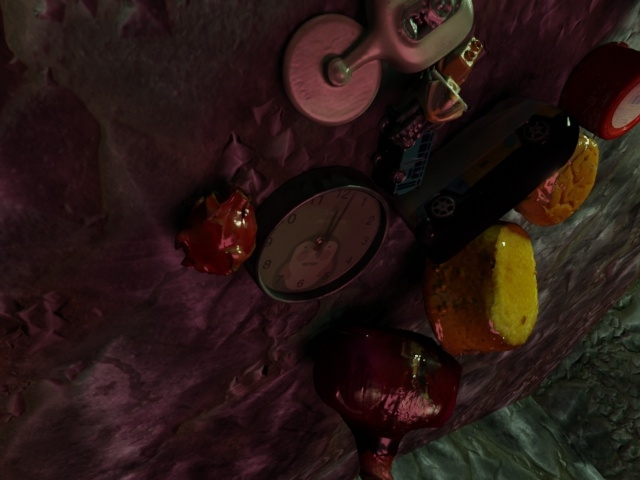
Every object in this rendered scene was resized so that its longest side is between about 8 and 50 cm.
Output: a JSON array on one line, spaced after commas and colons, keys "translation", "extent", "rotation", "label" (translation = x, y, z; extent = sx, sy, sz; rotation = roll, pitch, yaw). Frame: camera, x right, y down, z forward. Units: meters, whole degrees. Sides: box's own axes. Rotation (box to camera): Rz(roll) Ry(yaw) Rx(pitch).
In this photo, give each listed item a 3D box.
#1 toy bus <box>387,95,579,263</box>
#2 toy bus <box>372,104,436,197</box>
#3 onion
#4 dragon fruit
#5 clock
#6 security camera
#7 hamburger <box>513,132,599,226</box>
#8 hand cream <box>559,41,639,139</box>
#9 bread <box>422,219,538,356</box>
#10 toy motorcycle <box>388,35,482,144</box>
[{"translation": [0.330, -0.142, 0.959], "extent": [0.386, 0.162, 0.171], "rotation": [-40, 144, 5], "label": "toy bus"}, {"translation": [0.159, -0.169, 0.874], "extent": [0.091, 0.079, 0.160], "rotation": [-17, 136, -25], "label": "toy bus"}, {"translation": [0.151, 0.433, 1.208], "extent": [0.398, 0.398, 0.421], "rotation": [20, 82, -47], "label": "onion"}, {"translation": [-0.163, -0.010, 0.751], "extent": [0.136, 0.133, 0.166], "rotation": [18, 119, -38], "label": "dragon fruit"}, {"translation": [-0.001, -0.001, 0.937], "extent": [0.318, 0.066, 0.319], "rotation": [-20, 138, -19], "label": "clock"}, {"translation": [0.082, -0.286, 0.667], "extent": [0.301, 0.080, 0.157], "rotation": [-37, 119, 0], "label": "security camera"}, {"translation": [0.542, -0.161, 1.100], "extent": [0.244, 0.163, 0.245], "rotation": [-19, 139, -18], "label": "hamburger"}, {"translation": [0.663, -0.337, 1.045], "extent": [0.193, 0.125, 0.193], "rotation": [-22, 142, -18], "label": "hand cream"}, {"translation": [0.415, 0.121, 1.166], "extent": [0.336, 0.204, 0.359], "rotation": [8, 84, -37], "label": "bread"}, {"translation": [0.199, -0.244, 0.740], "extent": [0.094, 0.129, 0.229], "rotation": [41, 67, -13], "label": "toy motorcycle"}]
